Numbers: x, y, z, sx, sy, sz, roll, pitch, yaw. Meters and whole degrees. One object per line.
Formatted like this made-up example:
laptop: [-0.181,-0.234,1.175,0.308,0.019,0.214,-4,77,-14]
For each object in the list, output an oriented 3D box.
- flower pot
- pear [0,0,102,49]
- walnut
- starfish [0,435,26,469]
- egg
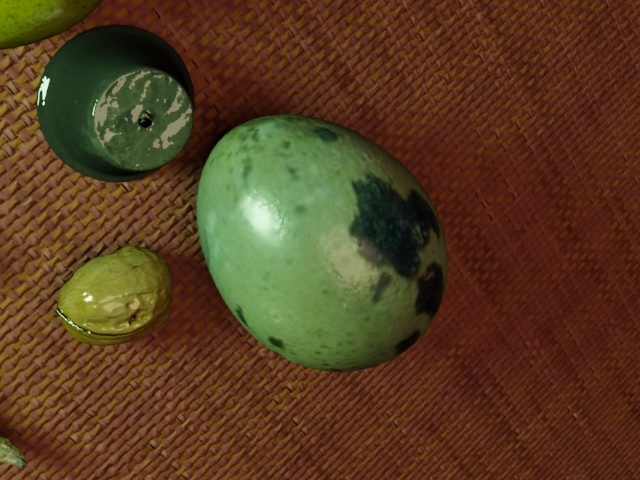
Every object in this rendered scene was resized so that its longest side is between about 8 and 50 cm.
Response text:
flower pot: [-0.268,-0.182,1.295,0.235,0.148,0.235,-9,111,-26]
pear: [-0.386,-0.366,1.102,0.294,0.294,0.294,-9,109,-25]
walnut: [-0.306,0.089,1.368,0.180,0.144,0.144,-17,113,-31]
starfish: [-0.608,0.159,1.237,0.384,0.132,0.398,-4,120,-23]
egg: [0.000,0.000,1.380,0.345,0.345,0.428,-41,104,-11]
